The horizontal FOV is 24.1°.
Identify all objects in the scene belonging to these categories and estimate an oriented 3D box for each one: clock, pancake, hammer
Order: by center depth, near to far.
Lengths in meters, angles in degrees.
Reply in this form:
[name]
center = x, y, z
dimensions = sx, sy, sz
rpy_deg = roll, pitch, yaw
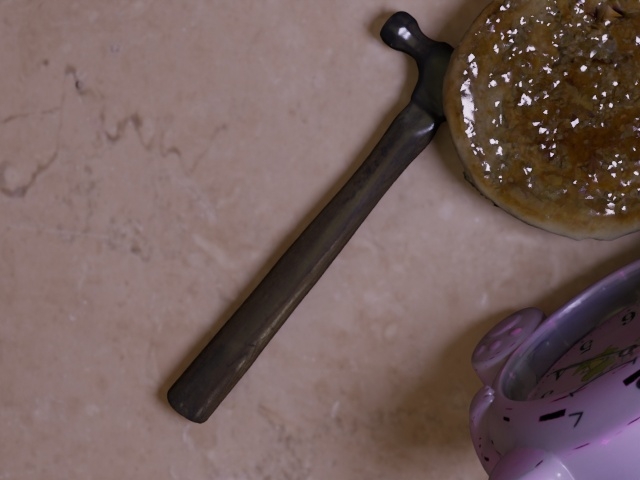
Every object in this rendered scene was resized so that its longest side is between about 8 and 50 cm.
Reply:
[clock]
center = 0.254, 0.106, 1.191
dimensions = 0.295, 0.322, 0.113
rpy_deg = -32, 101, 20
[pancake]
center = 0.247, -0.129, 1.306
dimensions = 0.282, 0.049, 0.282
rpy_deg = 0, 93, 9
[hammer]
center = 0.000, 0.000, 1.420
dimensions = 0.168, 0.044, 0.440
rpy_deg = 43, 105, 13
